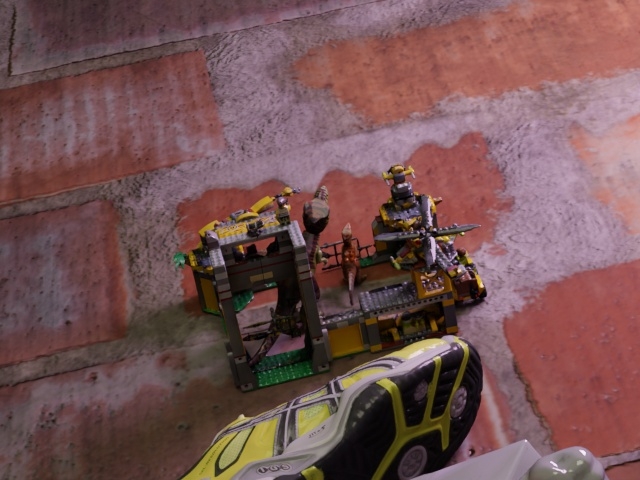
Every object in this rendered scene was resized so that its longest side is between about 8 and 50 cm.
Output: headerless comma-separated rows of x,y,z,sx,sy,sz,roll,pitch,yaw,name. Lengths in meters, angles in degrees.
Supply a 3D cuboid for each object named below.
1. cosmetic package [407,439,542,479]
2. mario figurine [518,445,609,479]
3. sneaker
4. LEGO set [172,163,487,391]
0.018,0.341,1.421,0.284,0.097,0.377,-23,24,42,cosmetic package
0.120,0.255,1.219,0.320,0.170,0.198,0,51,-20,mario figurine
-0.008,0.187,1.746,0.384,0.145,0.147,-30,39,-29,sneaker
0.000,0.000,1.972,0.331,0.192,0.255,-9,34,3,LEGO set
